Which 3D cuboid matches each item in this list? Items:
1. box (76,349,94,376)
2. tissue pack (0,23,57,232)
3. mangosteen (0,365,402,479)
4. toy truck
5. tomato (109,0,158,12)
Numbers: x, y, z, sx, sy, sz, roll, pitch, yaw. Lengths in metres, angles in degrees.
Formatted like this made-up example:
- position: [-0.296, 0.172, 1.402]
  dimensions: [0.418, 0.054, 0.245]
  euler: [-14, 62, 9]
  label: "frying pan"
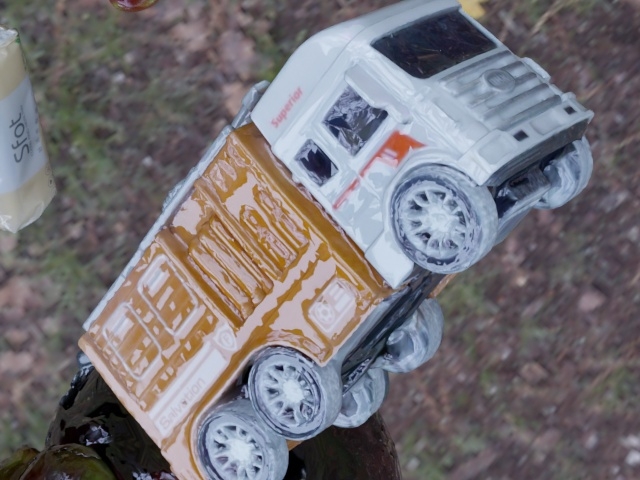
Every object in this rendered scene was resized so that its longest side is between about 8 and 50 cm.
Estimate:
- position: [-0.164, 0.106, 2.139]
  dimensions: [0.230, 0.160, 0.050]
  euler: [-20, 95, 32]
  label: "box"
- position: [-0.371, -0.125, 1.817]
  dimensions: [0.186, 0.090, 0.222]
  euler: [18, 135, 23]
  label: "tissue pack"
- position: [-0.128, 0.275, 1.796]
  dimensions: [0.381, 0.421, 0.381]
  euler: [45, 159, 23]
  label: "mangosteen"
- position: [0.000, 0.000, 1.257]
  dimensions: [0.207, 0.173, 0.387]
  euler: [47, 125, 11]
  label: "toy truck"
- position: [-0.191, -0.282, 1.868]
  dimensions: [0.075, 0.087, 0.087]
  euler: [-15, 112, -10]
  label: "tomato"
